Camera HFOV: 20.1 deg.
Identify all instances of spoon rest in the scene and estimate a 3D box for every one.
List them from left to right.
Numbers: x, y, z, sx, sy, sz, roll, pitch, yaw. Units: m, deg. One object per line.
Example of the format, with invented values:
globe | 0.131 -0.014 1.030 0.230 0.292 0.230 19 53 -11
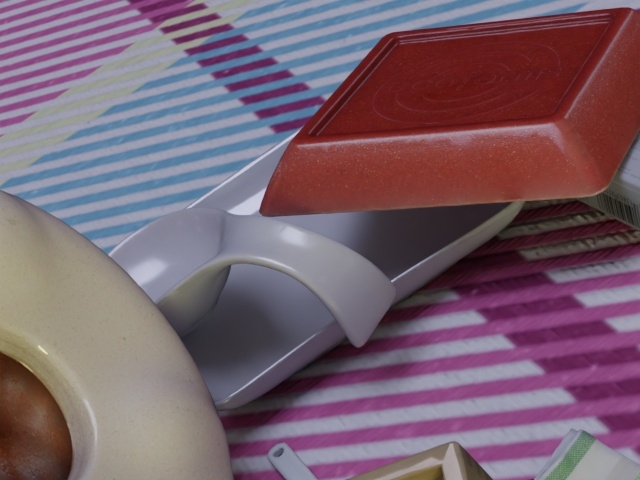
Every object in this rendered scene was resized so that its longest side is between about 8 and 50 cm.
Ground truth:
spoon rest | -0.077 0.024 1.289 0.276 0.084 0.137 0 44 41

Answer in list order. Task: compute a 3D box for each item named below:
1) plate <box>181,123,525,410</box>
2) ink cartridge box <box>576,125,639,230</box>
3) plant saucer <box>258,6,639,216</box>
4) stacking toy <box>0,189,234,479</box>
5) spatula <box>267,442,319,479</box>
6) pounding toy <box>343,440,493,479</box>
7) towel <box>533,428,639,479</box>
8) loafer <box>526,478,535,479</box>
plate | 0.000 0.000 1.377 0.277 0.045 0.278 -35 31 -2
ink cartridge box | 0.259 -0.072 1.267 0.179 0.045 0.145 -22 26 -19
plant saucer | 0.110 -0.102 1.313 0.258 0.047 0.259 -3 27 27
stacking toy | -0.320 0.213 1.188 0.480 0.350 0.350 -39 24 32
spatula | -0.033 0.217 1.123 0.168 0.019 0.242 -39 31 -8
pounding toy | 0.076 0.222 0.953 0.181 0.094 0.206 -22 52 15
towel | 0.175 0.153 0.911 0.152 0.023 0.113 25 34 18
loafer | 0.162 0.174 0.966 0.061 0.062 0.170 -17 31 -9
